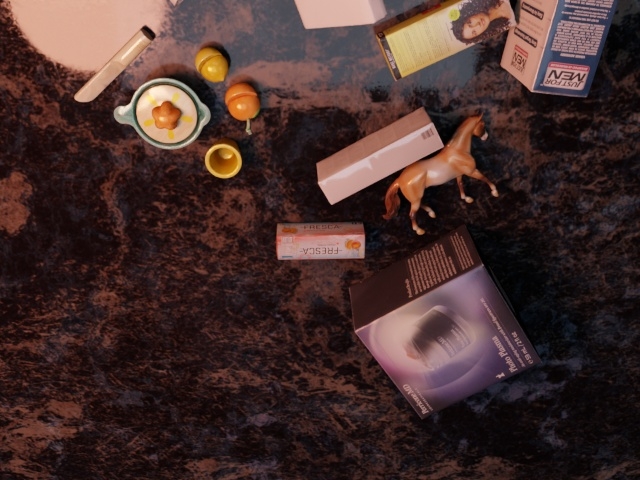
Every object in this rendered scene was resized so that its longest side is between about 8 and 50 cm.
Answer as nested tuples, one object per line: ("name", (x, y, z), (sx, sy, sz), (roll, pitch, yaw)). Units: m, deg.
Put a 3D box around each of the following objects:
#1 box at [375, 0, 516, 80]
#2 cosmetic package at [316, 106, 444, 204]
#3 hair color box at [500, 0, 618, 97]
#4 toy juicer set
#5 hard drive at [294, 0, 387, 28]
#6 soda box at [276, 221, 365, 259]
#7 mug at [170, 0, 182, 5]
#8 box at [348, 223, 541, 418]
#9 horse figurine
("box", (0.221, -0.376, 1.173), (0.232, 0.058, 0.087), (-24, 117, 11))
("cosmetic package", (0.110, -0.162, 1.264), (0.239, 0.099, 0.060), (-27, 119, 12))
("hair color box", (0.413, -0.432, 1.083), (0.105, 0.174, 0.347), (5, 119, -7))
("toy juicer set", (-0.265, -0.264, 1.197), (0.328, 0.089, 0.209), (25, 115, -14))
("hard drive", (-0.015, -0.490, 1.029), (0.040, 0.203, 0.308), (-36, 120, -22))
("soda box", (0.000, 0.000, 1.367), (0.183, 0.063, 0.058), (0, 119, -1))
("mug", (-0.247, -0.450, 1.123), (0.064, 0.078, 0.062), (42, 142, -13))
("box", (0.262, 0.180, 1.412), (0.294, 0.183, 0.296), (-30, 115, 15))
("horse figurine", (0.233, -0.120, 1.311), (0.263, 0.066, 0.174), (-26, 122, 9))
